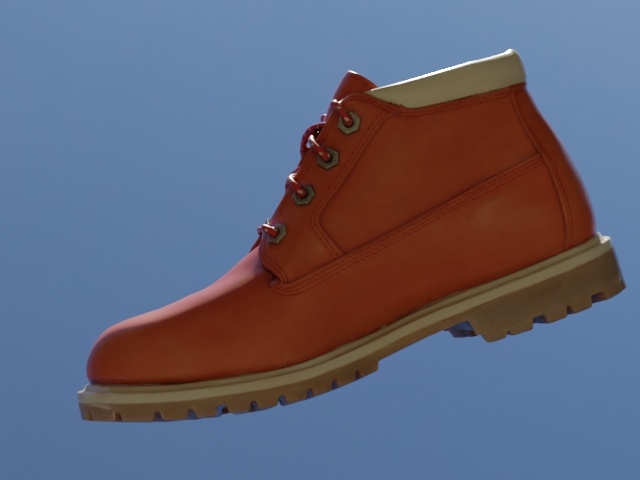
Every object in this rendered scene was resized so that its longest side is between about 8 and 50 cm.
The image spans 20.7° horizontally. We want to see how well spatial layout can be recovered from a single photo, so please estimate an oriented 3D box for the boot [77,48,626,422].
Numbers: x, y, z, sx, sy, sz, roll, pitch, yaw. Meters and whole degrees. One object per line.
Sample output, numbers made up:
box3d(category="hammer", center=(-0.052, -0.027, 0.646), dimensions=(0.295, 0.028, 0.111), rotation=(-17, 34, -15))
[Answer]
box3d(category="boot", center=(0.000, 0.000, 0.488), dimensions=(0.158, 0.059, 0.085), rotation=(-20, -87, -15))
